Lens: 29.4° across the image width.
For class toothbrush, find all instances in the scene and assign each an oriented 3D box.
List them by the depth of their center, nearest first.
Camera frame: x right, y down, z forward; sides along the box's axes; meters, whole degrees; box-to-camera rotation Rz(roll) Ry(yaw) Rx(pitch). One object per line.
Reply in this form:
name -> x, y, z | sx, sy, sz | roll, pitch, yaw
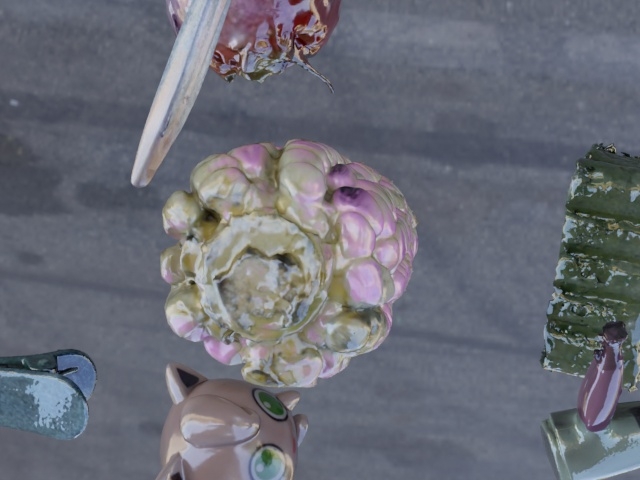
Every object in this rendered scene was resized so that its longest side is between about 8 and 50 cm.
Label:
toothbrush -> -0.047, -0.207, 0.766 | 0.037, 0.375, 0.028 | 23, -174, 21

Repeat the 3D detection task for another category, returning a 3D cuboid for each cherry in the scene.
cherry -> -0.059, -0.278, 1.206 | 0.175, 0.249, 0.192 | 12, -173, 39

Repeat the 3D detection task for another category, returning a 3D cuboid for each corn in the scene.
corn -> 0.002, 0.002, 0.714 | 0.127, 0.126, 0.335 | 1, -175, 10

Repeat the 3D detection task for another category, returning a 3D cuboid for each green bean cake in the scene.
green bean cake -> 0.330, 0.021, 1.376 | 0.132, 0.255, 0.241 | 11, -172, 17

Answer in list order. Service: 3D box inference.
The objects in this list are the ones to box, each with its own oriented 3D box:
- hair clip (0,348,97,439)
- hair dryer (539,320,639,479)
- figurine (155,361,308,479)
hair clip -> -0.240, 0.087, 0.669 | 0.230, 0.039, 0.070 | -2, -167, -6
hair dryer -> 0.203, 0.109, 0.834 | 0.106, 0.054, 0.154 | -15, 140, 5
figurine -> -0.073, 0.171, 1.005 | 0.138, 0.125, 0.125 | 29, 143, -31
